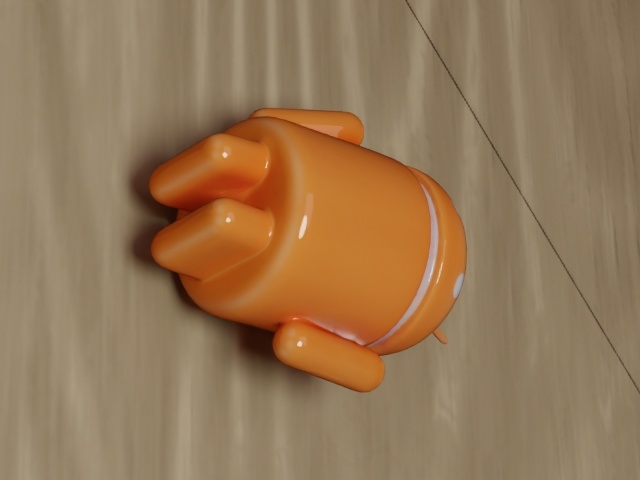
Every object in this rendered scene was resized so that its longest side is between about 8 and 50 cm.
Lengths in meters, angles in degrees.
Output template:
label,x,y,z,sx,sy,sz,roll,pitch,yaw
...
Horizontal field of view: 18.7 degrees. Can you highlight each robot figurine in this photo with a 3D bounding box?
label,x,y,z,sx,sy,sz,roll,pitch,yaw
robot figurine,0.000,-0.002,1.185,0.219,0.128,0.158,18,19,-39
